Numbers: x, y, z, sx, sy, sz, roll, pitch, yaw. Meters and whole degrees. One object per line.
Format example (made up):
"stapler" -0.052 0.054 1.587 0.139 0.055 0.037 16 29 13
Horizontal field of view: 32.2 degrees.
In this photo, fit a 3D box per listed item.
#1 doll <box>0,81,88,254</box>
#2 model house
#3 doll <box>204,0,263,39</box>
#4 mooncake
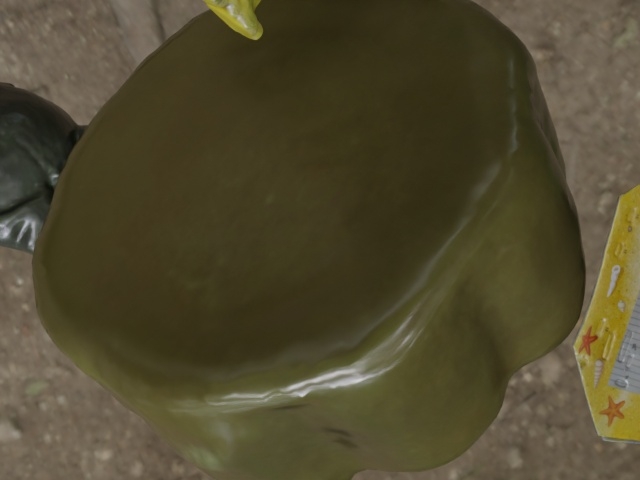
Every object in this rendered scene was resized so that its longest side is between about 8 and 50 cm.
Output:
"doll" -0.472 -0.149 1.445 0.252 0.382 0.378 -61 160 -15
"model house" 0.303 0.063 0.758 0.207 0.136 0.219 19 90 -22
"doll" 0.013 -0.224 0.622 0.241 0.099 0.135 -41 113 13
"mooncake" 0.000 0.000 0.793 0.378 0.378 0.201 -34 138 0
